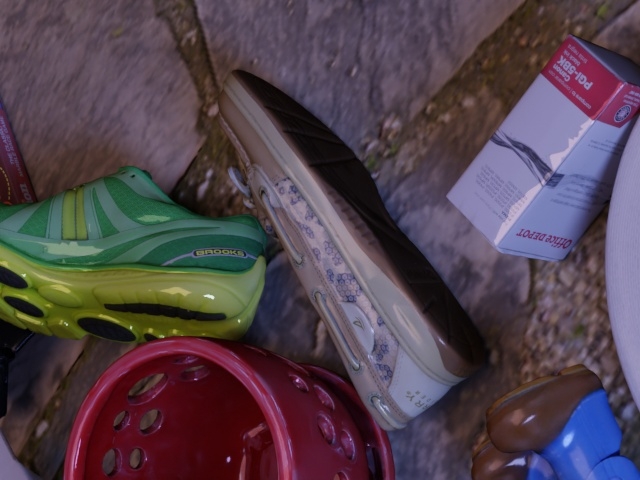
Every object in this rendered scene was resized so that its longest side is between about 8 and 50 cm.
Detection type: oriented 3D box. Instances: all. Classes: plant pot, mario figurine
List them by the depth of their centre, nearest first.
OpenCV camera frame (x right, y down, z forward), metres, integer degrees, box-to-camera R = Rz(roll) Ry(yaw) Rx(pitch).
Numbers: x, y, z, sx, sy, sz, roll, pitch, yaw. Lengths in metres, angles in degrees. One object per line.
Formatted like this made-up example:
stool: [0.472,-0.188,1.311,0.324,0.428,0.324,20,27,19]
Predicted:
mario figurine: [0.182,0.242,1.081,0.170,0.198,0.320,-41,65,18]
plant pot: [-0.051,0.163,1.253,0.191,0.174,0.191,-4,83,34]

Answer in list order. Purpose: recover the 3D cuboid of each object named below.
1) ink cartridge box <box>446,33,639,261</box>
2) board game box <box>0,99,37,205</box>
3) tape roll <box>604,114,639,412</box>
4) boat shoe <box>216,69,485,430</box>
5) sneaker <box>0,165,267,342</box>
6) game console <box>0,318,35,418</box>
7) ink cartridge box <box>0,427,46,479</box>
ink cartridge box: [0.159,-0.058,1.181,0.056,0.099,0.135,46,109,28]
board game box: [-0.312,-0.045,1.539,0.145,0.027,0.281,-32,68,26]
tape roll: [0.353,0.011,1.062,0.392,0.072,0.392,-4,83,33]
boat shoe: [0.000,0.000,1.278,0.089,0.104,0.285,-43,64,19]
sneaker: [-0.172,0.007,1.391,0.295,0.109,0.123,12,53,20]
game console: [-0.270,0.064,1.477,0.122,0.071,0.107,37,136,30]
ink cartridge box: [-0.213,0.313,1.324,0.176,0.069,0.371,-46,52,11]
